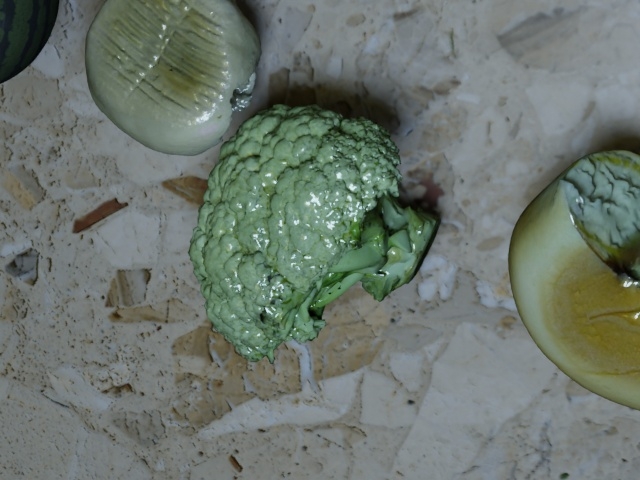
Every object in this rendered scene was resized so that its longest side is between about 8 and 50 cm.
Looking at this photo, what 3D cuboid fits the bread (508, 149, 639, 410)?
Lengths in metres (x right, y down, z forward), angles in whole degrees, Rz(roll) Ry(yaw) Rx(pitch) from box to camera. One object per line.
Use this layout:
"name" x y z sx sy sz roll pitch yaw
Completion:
"bread" 0.342 0.031 1.624 0.333 0.160 0.333 18 136 18

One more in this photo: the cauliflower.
"cauliflower" 0.000 0.000 1.752 0.250 0.275 0.272 12 99 -17

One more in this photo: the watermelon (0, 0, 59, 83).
"watermelon" -0.372 -0.261 1.797 0.212 0.212 0.212 8 113 20

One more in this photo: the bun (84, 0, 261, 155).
"bun" -0.137 -0.177 1.766 0.193 0.128 0.178 39 96 24
